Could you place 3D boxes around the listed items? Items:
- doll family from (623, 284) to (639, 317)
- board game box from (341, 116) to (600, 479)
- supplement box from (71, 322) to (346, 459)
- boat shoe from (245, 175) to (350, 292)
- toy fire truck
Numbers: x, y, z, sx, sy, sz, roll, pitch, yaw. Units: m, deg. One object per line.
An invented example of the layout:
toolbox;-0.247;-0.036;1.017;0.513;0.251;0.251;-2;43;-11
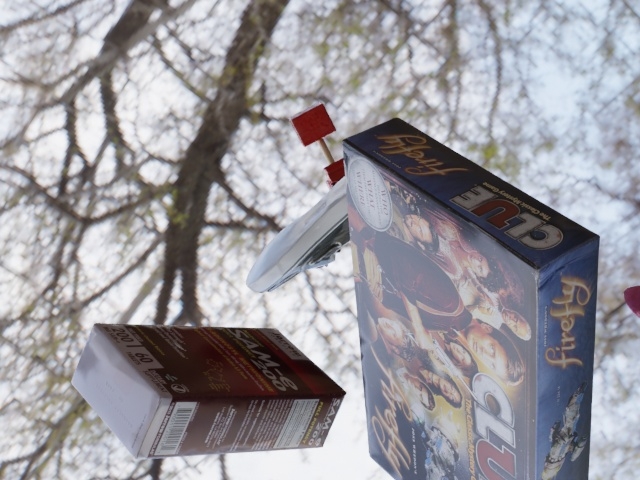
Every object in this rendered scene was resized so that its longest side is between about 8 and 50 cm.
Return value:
doll family;0.308;0.077;0.725;0.118;0.163;0.263;4;-124;-36
board game box;0.083;0.071;0.691;0.042;0.243;0.165;-24;-143;-25
supplement box;-0.105;0.145;1.191;0.239;0.073;0.130;6;-156;-46
boat shoe;0.000;0.000;0.939;0.040;0.142;0.049;40;-155;-19
toy fire truck;0.031;-0.067;1.477;0.192;0.047;0.135;63;177;-20
